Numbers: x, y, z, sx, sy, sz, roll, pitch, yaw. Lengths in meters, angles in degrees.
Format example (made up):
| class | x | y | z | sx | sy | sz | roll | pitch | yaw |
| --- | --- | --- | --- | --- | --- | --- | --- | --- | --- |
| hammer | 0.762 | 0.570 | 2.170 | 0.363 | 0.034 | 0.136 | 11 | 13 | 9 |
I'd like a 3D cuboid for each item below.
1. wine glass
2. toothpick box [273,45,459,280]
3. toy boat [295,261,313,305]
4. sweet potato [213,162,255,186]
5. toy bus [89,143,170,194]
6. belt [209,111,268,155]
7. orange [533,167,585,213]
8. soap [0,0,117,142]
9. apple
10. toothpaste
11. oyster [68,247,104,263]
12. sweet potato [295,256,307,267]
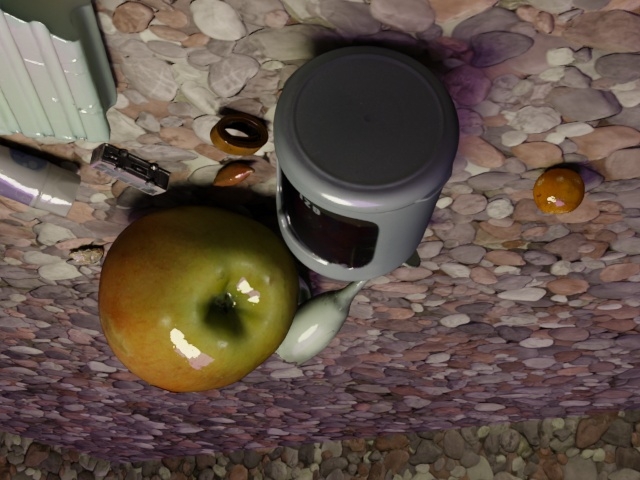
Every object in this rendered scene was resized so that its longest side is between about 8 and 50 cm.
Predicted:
| class | x | y | z | sx | sy | sz | roll | pitch | yaw |
| --- | --- | --- | --- | --- | --- | --- | --- | --- | --- |
| wine glass | 0.094 | 0.122 | 1.767 | 0.264 | 0.096 | 0.309 | 17 | 127 | -45 |
| toothpick box | 0.061 | -0.090 | 1.349 | 0.262 | 0.263 | 0.355 | 4 | 156 | -1 |
| toy boat | -0.088 | 0.100 | 1.925 | 0.141 | 0.092 | 0.319 | 1 | 154 | 6 |
| sweet potato | -0.145 | -0.106 | 1.556 | 0.095 | 0.034 | 0.034 | -18 | 148 | 38 |
| toy bus | -0.310 | -0.113 | 1.558 | 0.130 | 0.037 | 0.052 | 26 | 149 | -38 |
| belt | -0.121 | -0.157 | 1.413 | 0.083 | 0.059 | 0.036 | 4 | 159 | -29 |
| orange | 0.374 | -0.078 | 1.503 | 0.083 | 0.070 | 0.083 | 0 | 171 | 0 |
| soap | -0.370 | -0.239 | 1.223 | 0.172 | 0.095 | 0.289 | 4 | 155 | 1 |
| apple | -0.202 | 0.104 | 1.654 | 0.338 | 0.339 | 0.305 | 26 | 166 | -39 |
| toothpaste | -0.569 | -0.133 | 1.513 | 0.371 | 0.080 | 0.125 | 20 | 151 | -21 |
| oyster | -0.460 | 0.026 | 1.903 | 0.083 | 0.019 | 0.054 | -15 | 148 | 39 |
| sweet potato | -0.001 | -0.001 | 1.662 | 0.112 | 0.112 | 0.359 | 5 | 179 | -3 |
